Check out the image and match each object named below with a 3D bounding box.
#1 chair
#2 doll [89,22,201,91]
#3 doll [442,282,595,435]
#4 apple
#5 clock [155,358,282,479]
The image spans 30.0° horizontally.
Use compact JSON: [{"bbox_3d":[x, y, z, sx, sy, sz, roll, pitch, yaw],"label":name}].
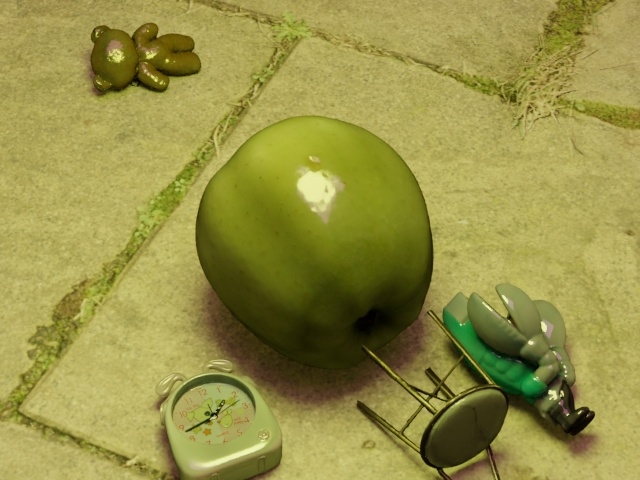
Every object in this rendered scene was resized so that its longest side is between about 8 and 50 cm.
[{"bbox_3d":[0.197,0.262,1.634,0.160,0.170,0.325,-22,45,-23],"label":"chair"},{"bbox_3d":[-0.329,-0.336,2.228,0.210,0.097,0.137,-3,77,-26],"label":"doll"},{"bbox_3d":[0.303,0.160,1.754,0.258,0.195,0.153,44,93,2],"label":"doll"},{"bbox_3d":[0.000,0.000,1.741,0.357,0.357,0.357,1,47,-1],"label":"apple"},{"bbox_3d":[-0.149,0.253,1.688,0.152,0.062,0.191,-17,50,-16],"label":"clock"}]
